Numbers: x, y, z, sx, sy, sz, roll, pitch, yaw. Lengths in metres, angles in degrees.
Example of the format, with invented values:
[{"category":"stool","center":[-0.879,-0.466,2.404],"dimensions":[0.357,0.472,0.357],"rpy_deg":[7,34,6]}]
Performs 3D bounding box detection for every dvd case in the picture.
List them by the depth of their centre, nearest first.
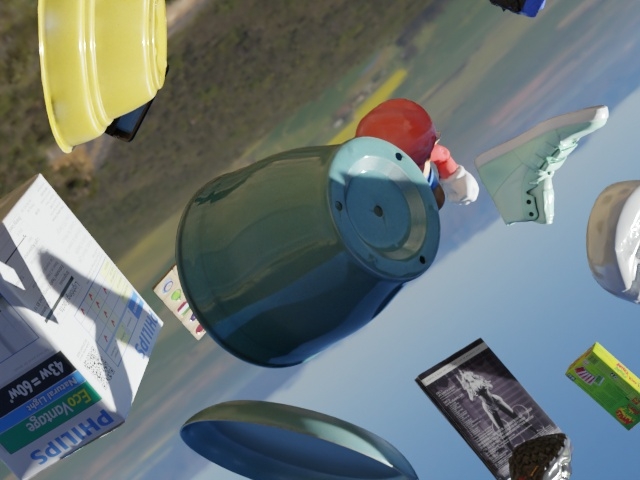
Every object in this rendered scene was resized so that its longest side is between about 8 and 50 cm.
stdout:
[{"category":"dvd case","center":[0.282,0.279,1.856],"dimensions":[0.164,0.221,0.018],"rpy_deg":[-25,157,-36]}]

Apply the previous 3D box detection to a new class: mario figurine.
[{"category":"mario figurine","center":[0.114,-0.082,1.661],"dimensions":[0.198,0.170,0.320],"rpy_deg":[-41,165,-2]}]

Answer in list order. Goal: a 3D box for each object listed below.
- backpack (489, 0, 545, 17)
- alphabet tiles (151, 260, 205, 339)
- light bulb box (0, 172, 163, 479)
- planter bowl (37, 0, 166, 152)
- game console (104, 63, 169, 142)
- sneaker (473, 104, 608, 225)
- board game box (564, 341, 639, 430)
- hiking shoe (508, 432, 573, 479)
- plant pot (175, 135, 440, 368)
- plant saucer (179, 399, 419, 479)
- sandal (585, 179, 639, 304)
[{"category":"backpack","center":[0.279,-0.389,1.651],"dimensions":[0.101,0.120,0.098],"rpy_deg":[3,115,-59]},{"category":"alphabet tiles","center":[-0.139,0.026,1.690],"dimensions":[0.237,0.009,0.198],"rpy_deg":[-48,152,-11]},{"category":"light bulb box","center":[-0.486,0.138,1.885],"dimensions":[0.225,0.361,0.358],"rpy_deg":[-31,-162,15]},{"category":"planter bowl","center":[-0.189,-0.188,1.019],"dimensions":[0.090,0.217,0.217],"rpy_deg":[0,174,-1]},{"category":"game console","center":[-0.280,-0.209,1.558],"dimensions":[0.122,0.107,0.071],"rpy_deg":[-63,-178,-3]},{"category":"sneaker","center":[0.374,-0.112,1.779],"dimensions":[0.094,0.151,0.256],"rpy_deg":[-16,171,-44]},{"category":"board game box","center":[0.624,0.311,2.384],"dimensions":[0.092,0.181,0.043],"rpy_deg":[-51,175,37]},{"category":"hiking shoe","center":[0.314,0.363,1.572],"dimensions":[0.086,0.114,0.227],"rpy_deg":[-13,-161,31]},{"category":"plant pot","center":[0.000,0.000,1.390],"dimensions":[0.255,0.272,0.271],"rpy_deg":[-26,-172,47]},{"category":"plant saucer","center":[-0.021,0.269,1.417],"dimensions":[0.317,0.317,0.044],"rpy_deg":[131,-22,-62]},{"category":"sandal","center":[0.404,0.028,1.242],"dimensions":[0.102,0.416,0.169],"rpy_deg":[11,-103,47]}]
